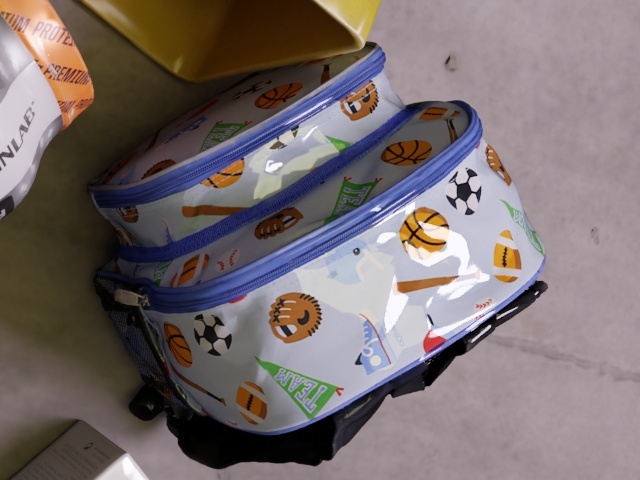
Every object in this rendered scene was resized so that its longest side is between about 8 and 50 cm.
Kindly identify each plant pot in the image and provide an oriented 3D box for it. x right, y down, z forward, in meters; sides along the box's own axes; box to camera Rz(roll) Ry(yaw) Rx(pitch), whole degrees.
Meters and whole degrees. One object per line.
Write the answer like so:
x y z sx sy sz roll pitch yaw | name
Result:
-0.063 -0.237 1.034 0.212 0.212 0.187 37 69 -26 | plant pot

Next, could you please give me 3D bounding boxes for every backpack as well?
0.000 0.000 1.062 0.276 0.263 0.213 -38 112 -14 | backpack

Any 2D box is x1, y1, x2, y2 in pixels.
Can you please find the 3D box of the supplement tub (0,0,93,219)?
-0.291 -0.041 0.955 0.316 0.193 0.193 -39 113 -14 | supplement tub

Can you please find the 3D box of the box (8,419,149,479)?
-0.166 0.222 1.117 0.170 0.091 0.130 -40 113 -15 | box
